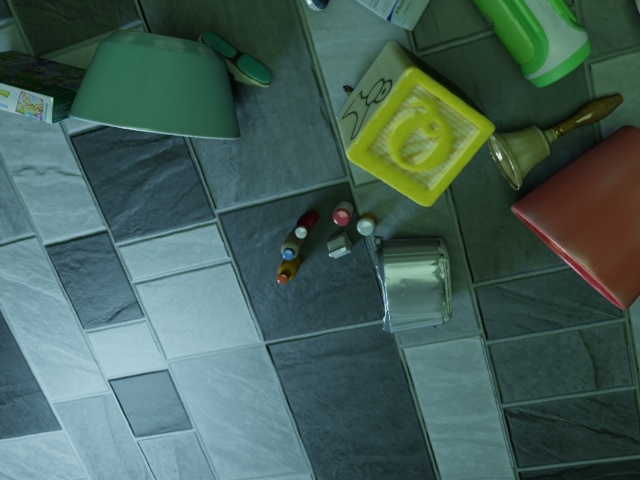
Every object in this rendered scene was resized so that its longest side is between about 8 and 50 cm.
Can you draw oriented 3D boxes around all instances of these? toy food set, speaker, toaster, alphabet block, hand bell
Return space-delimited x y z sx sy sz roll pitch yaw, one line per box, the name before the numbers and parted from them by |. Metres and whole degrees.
toy food set | 0.000 0.000 1.281 0.232 0.104 0.111 -23 106 18
speaker | 0.335 -0.413 1.044 0.131 0.131 0.296 -36 101 21
toaster | 0.194 0.081 1.269 0.146 0.129 0.227 -6 108 8
alphabet block | 0.160 -0.212 1.096 0.193 0.197 0.192 28 116 -19
hand bell | 0.447 -0.204 1.135 0.242 0.126 0.126 -27 105 6

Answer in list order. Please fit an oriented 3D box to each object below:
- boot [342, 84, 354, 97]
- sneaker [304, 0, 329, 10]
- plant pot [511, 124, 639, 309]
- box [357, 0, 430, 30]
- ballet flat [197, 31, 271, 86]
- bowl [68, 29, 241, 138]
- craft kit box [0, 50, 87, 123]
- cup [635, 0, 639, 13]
boot | 0.116 -0.297 1.179 0.106 0.037 0.114 40 116 -20
sneaker | 0.041 -0.515 1.052 0.163 0.086 0.226 16 116 33
plant pot | 0.528 -0.052 1.092 0.275 0.275 0.243 42 101 -7
box | 0.131 -0.452 1.057 0.072 0.137 0.126 8 122 -41
ballet flat | -0.170 -0.350 1.211 0.168 0.057 0.052 37 143 -2
bowl | -0.293 -0.289 1.124 0.311 0.311 0.163 10 103 6
craft kit box | -0.565 -0.305 1.187 0.247 0.250 0.061 13 114 4
cup | 0.671 -0.450 0.893 0.237 0.331 0.331 -16 110 -11
